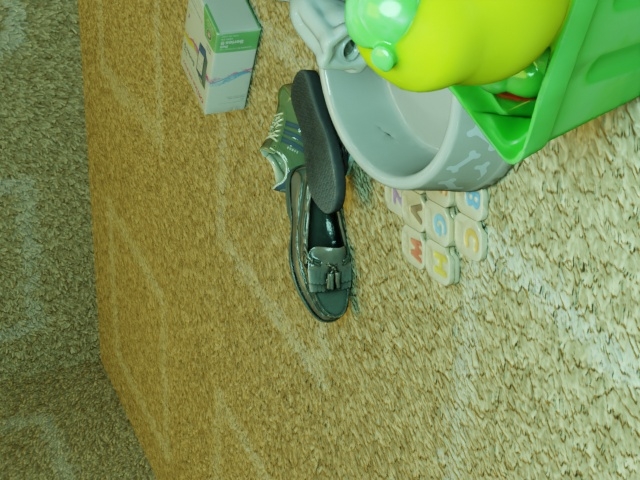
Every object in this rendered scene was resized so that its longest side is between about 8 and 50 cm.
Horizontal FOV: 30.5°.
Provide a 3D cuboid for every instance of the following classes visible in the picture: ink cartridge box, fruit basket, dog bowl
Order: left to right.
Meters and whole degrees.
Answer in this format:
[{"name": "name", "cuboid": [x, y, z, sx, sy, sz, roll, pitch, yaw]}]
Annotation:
[{"name": "ink cartridge box", "cuboid": [-0.192, -0.367, 2.218, 0.212, 0.093, 0.154, 106, 146, -51]}, {"name": "dog bowl", "cuboid": [0.115, -0.221, 1.457, 0.349, 0.102, 0.349, 32, 129, 50]}, {"name": "fruit basket", "cuboid": [0.155, -0.256, 1.052, 0.392, 0.392, 0.283, 101, 150, -43]}]

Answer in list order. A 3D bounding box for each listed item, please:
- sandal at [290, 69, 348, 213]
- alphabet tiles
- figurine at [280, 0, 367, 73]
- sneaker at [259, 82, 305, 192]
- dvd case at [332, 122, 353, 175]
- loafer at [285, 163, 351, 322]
[{"name": "sandal", "cuboid": [0.010, -0.163, 1.849, 0.097, 0.054, 0.254, 129, 136, -53]}, {"name": "alphabet tiles", "cuboid": [0.148, -0.087, 1.606, 0.278, 0.021, 0.284, -143, 47, -59]}, {"name": "figurine", "cuboid": [-0.003, -0.335, 1.401, 0.209, 0.092, 0.215, 51, 144, 32]}, {"name": "sneaker", "cuboid": [-0.063, -0.171, 1.998, 0.064, 0.086, 0.192, 161, 98, -68]}, {"name": "dvd case", "cuboid": [0.028, -0.175, 1.872, 0.087, 0.013, 0.119, 107, 146, -50]}, {"name": "loafer", "cuboid": [0.000, 0.000, 1.922, 0.084, 0.096, 0.267, -23, 76, 62]}]
